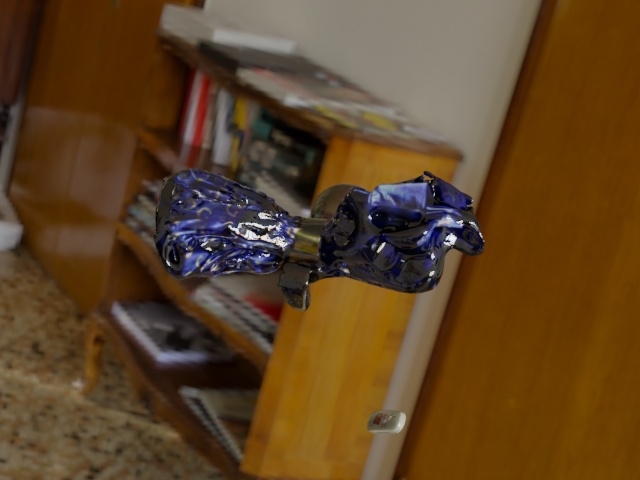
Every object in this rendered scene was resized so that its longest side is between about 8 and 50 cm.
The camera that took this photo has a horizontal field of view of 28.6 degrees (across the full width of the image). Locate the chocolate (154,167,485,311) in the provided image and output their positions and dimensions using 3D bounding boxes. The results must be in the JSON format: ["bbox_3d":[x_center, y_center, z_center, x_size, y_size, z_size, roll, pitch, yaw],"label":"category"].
[{"bbox_3d":[0.003,0.000,1.282,0.343,0.148,0.126,4,-8,21],"label":"chocolate"}]

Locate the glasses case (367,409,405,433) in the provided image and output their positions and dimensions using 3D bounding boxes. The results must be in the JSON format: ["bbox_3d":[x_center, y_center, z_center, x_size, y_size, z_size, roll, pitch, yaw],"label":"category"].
[{"bbox_3d":[0.093,0.256,1.772,0.021,0.032,0.083,28,-21,-24],"label":"glasses case"}]

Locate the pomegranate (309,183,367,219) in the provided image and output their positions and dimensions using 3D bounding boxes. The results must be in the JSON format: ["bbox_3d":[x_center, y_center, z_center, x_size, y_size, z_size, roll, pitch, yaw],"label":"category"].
[{"bbox_3d":[0.041,-0.025,1.956,0.130,0.130,0.130,15,15,-4],"label":"pomegranate"}]
